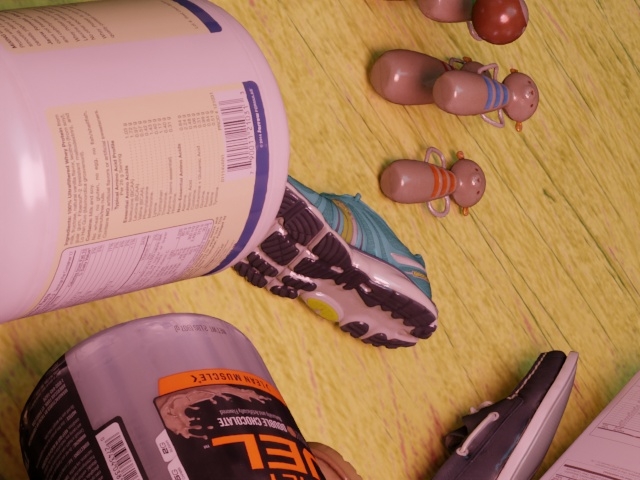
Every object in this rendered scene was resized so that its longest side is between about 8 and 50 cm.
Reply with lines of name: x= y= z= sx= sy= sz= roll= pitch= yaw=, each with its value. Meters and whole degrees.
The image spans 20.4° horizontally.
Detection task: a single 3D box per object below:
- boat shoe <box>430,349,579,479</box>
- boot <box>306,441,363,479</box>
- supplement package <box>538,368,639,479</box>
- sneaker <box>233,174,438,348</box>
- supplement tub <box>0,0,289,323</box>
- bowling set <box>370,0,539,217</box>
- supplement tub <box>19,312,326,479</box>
boat shoe: x=0.158 y=0.204 z=1.687 sx=0.302 sy=0.091 sz=0.114 roll=-53 pitch=156 yaw=-42
boot: x=-0.048 y=0.325 z=1.489 sx=0.269 sy=0.089 sz=0.236 roll=-26 pitch=95 yaw=-40
supplement package: x=0.355 y=0.275 z=1.729 sx=0.263 sy=0.198 sz=0.199 roll=-39 pitch=130 yaw=-40
sneaker: x=0.000 y=0.000 z=1.633 sx=0.275 sy=0.107 sz=0.110 roll=37 pitch=37 yaw=-32
supplement tub: x=-0.212 y=-0.063 z=1.359 sx=0.325 sy=0.235 sz=0.235 roll=-13 pitch=86 yaw=-42
bowling set: x=0.158 y=-0.174 z=1.738 sx=0.154 sy=0.200 sz=0.287 roll=0 pitch=82 yaw=-41
supplement tub: x=-0.082 y=0.233 z=1.313 sx=0.207 sy=0.207 sz=0.338 roll=9 pitch=37 yaw=-38
